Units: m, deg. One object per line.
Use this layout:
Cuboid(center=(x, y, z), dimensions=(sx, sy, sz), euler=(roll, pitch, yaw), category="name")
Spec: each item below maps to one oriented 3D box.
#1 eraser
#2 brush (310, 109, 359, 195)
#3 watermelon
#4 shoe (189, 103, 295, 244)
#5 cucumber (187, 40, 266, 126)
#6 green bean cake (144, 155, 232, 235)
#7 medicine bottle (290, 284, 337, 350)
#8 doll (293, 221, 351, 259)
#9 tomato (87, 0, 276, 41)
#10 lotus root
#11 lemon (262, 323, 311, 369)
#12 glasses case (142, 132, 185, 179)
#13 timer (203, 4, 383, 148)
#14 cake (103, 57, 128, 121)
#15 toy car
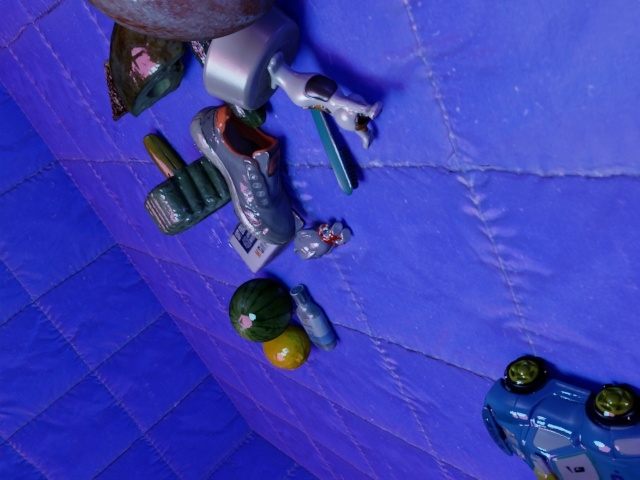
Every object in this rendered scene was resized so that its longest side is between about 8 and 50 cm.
Cuboid(center=(-0.143, -0.018, 1.468), dimensions=(0.130, 0.086, 0.287), euler=(50, 155, 1), category="eraser")
Cuboid(center=(0.025, -0.173, 1.054), dimensions=(0.043, 0.032, 0.193), euler=(4, 118, 62), category="brush")
Cuboid(center=(-0.167, 0.198, 1.714), dimensions=(0.188, 0.215, 0.188), euler=(7, 108, 24), category="watermelon")
Cuboid(center=(-0.125, -0.149, 1.233), dimensions=(0.171, 0.132, 0.336), euler=(-15, 111, 52), category="shoe")
Cuboid(center=(-0.179, -0.321, 1.118), dimensions=(0.074, 0.074, 0.241), euler=(3, 129, 57), category="cucumber")
Cuboid(center=(-0.295, -0.114, 1.418), dimensions=(0.125, 0.227, 0.222), euler=(56, 155, -3), category="green bean cake")
Cuboid(center=(-0.023, 0.216, 1.639), dimensions=(0.090, 0.054, 0.208), euler=(13, 137, 52), category="medicine bottle")
Cuboid(center=(0.000, 0.000, 1.287), dimensions=(0.094, 0.079, 0.180), euler=(33, 148, -25), category="doll")
Cuboid(center=(-0.180, -0.408, 0.727), dimensions=(0.316, 0.317, 0.282), euler=(48, 165, 2), category="tomato")
Cuboid(center=(-0.369, -0.379, 1.202), dimensions=(0.210, 0.142, 0.314), euler=(60, 162, 6), category="lotus root")
Cuboid(center=(-0.108, 0.328, 1.831), dimensions=(0.187, 0.142, 0.142), euler=(13, 137, 47), category="lemon")
Cuboid(center=(-0.421, -0.205, 1.677), dimensions=(0.234, 0.064, 0.079), euler=(53, 158, -8), category="glasses case")
Cuboid(center=(-0.026, -0.241, 0.921), dimensions=(0.266, 0.175, 0.175), euler=(32, 153, 5), category="timer")
Cuboid(center=(-0.480, -0.391, 1.463), dimensions=(0.246, 0.112, 0.135), euler=(5, 128, 60), category="cake")
Cuboid(center=(0.417, 0.333, 0.975), dimensions=(0.314, 0.166, 0.198), euler=(12, 140, 51), category="toy car")
